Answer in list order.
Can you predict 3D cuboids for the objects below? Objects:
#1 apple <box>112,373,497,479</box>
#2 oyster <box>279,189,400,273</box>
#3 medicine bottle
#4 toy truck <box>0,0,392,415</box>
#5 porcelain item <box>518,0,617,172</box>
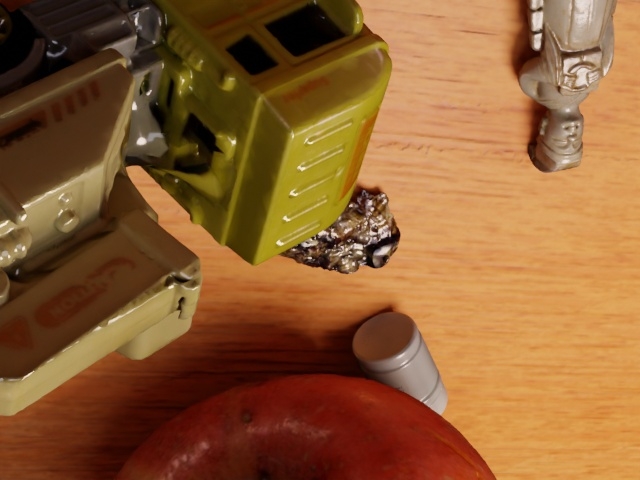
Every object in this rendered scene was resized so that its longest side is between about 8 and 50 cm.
[{"bbox_3d":[-0.007,0.296,1.425,0.364,0.364,0.364,-10,127,-14],"label":"apple"},{"bbox_3d":[0.001,0.001,1.415,0.132,0.029,0.086,-17,129,-11],"label":"oyster"},{"bbox_3d":[0.068,0.110,1.501,0.058,0.058,0.091,-27,129,-1],"label":"medicine bottle"},{"bbox_3d":[-0.137,-0.050,1.120,0.405,0.254,0.181,-28,154,-35],"label":"toy truck"},{"bbox_3d":[0.190,-0.140,1.370,0.084,0.054,0.213,-9,128,-13],"label":"porcelain item"}]
